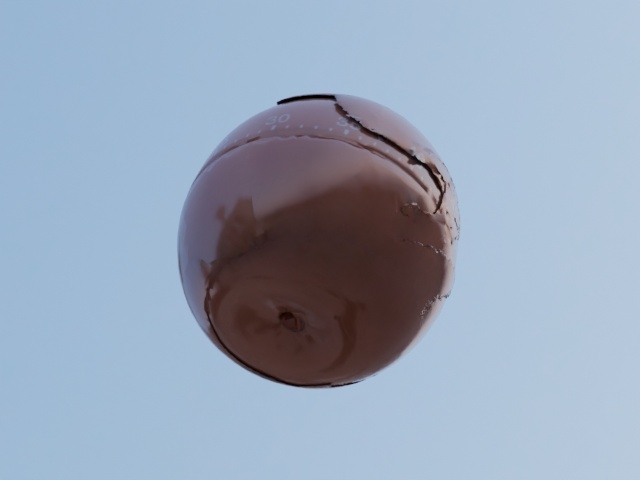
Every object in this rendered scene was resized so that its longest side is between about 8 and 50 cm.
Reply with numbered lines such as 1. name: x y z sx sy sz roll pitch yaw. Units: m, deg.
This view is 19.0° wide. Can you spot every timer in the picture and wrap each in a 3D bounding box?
1. timer: 0.000 0.000 1.551 0.229 0.215 0.230 10 -46 11
